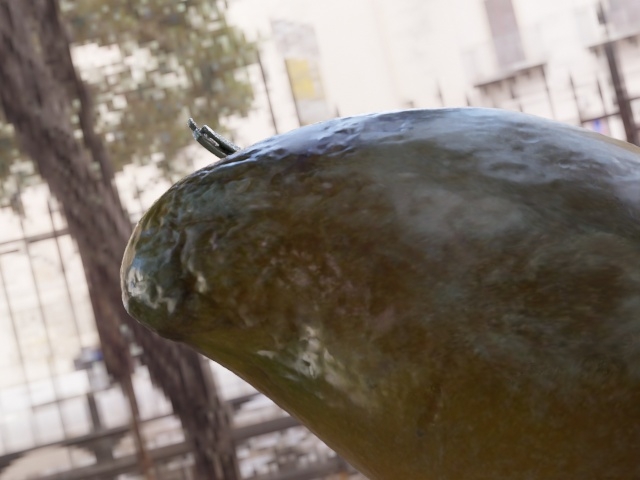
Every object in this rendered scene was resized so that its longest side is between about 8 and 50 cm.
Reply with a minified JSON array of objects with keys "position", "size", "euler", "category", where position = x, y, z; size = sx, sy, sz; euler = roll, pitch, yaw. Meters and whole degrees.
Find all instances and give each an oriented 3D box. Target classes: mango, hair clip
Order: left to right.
[{"position":[-0.057,-0.072,1.301],"size":[0.115,0.039,0.030],"euler":[25,13,-35],"category":"hair clip"},{"position":[0.071,0.034,0.690],"size":[0.316,0.193,0.146],"euler":[14,-36,12],"category":"mango"}]
